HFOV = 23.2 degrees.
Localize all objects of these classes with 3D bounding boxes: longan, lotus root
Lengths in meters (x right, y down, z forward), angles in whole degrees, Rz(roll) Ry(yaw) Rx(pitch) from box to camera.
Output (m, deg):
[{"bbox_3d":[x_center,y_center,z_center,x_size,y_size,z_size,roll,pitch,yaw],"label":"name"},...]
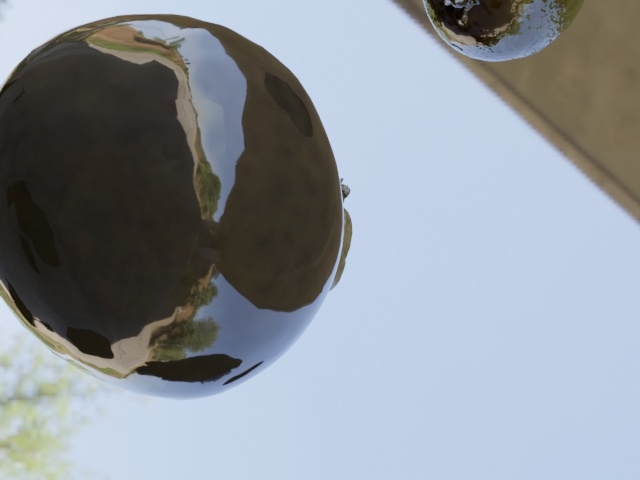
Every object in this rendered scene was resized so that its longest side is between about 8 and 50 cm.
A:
[{"bbox_3d":[-0.119,-0.022,1.170,0.297,0.297,0.297,-13,-104,62],"label":"longan"},{"bbox_3d":[0.000,0.000,1.749,0.072,0.063,0.152,12,-99,27],"label":"lotus root"},{"bbox_3d":[0.140,-0.218,1.238,0.145,0.176,0.155,-16,-69,44],"label":"longan"}]
